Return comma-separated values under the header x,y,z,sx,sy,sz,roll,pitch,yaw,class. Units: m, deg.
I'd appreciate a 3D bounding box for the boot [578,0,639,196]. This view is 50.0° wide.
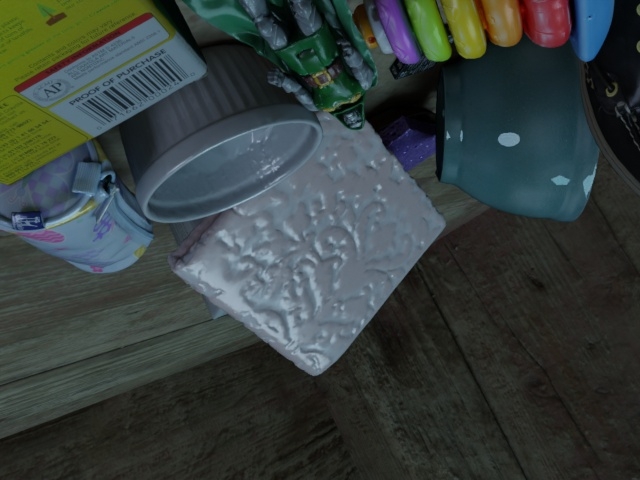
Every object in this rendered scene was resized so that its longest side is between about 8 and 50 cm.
x,y,z,sx,sy,sz,roll,pitch,yaw,class
0.334,-0.221,0.640,0.138,0.378,0.284,-13,165,6,boot

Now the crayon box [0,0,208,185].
x,y,z,sx,sy,sz,roll,pitch,yaw,class
-0.217,-0.144,0.419,0.202,0.081,0.318,-28,170,4,crayon box

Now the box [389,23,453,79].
x,y,z,sx,sy,sz,roll,pitch,yaw,class
0.138,-0.251,0.914,0.067,0.018,0.083,-22,168,-23,box

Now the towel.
x,y,z,sx,sy,sz,roll,pitch,yaw,class
0.000,0.000,0.950,0.317,0.053,0.332,-50,131,-6,towel

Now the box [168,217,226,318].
x,y,z,sx,sy,sz,roll,pitch,yaw,class
-0.111,-0.006,1.037,0.181,0.181,0.119,-22,169,-25,box

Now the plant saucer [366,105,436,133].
x,y,z,sx,sy,sz,roll,pitch,yaw,class
0.100,-0.172,1.149,0.198,0.036,0.198,-26,169,-5,plant saucer

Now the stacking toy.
x,y,z,sx,sy,sz,roll,pitch,yaw,class
0.105,-0.229,0.662,0.301,0.166,0.175,-18,155,16,stacking toy

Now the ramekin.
x,y,z,sx,sy,sz,roll,pitch,yaw,class
-0.111,-0.115,0.730,0.207,0.109,0.207,-25,169,-5,ramekin

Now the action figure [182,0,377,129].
x,y,z,sx,sy,sz,roll,pitch,yaw,class
-0.011,-0.172,0.610,0.137,0.064,0.232,-18,147,21,action figure

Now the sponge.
x,y,z,sx,sy,sz,roll,pitch,yaw,class
0.134,-0.154,1.135,0.117,0.031,0.210,-33,167,27,sponge

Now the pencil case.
x,y,z,sx,sy,sz,roll,pitch,yaw,class
-0.252,-0.039,0.712,0.124,0.114,0.273,-4,169,-6,pencil case

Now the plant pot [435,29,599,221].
x,y,z,sx,sy,sz,roll,pitch,yaw,class
0.271,-0.172,1.013,0.196,0.293,0.293,0,170,4,plant pot
